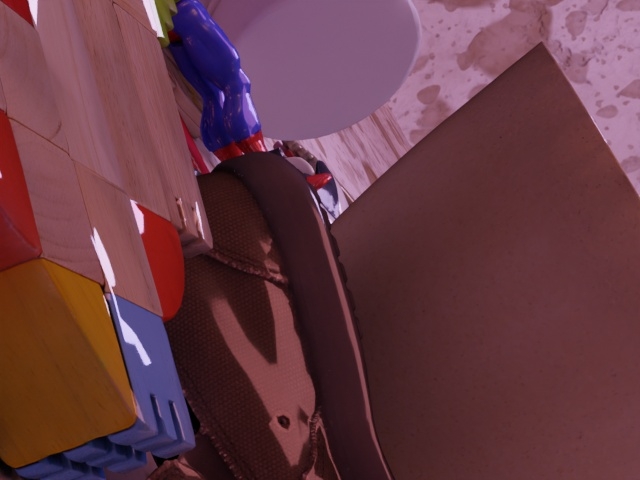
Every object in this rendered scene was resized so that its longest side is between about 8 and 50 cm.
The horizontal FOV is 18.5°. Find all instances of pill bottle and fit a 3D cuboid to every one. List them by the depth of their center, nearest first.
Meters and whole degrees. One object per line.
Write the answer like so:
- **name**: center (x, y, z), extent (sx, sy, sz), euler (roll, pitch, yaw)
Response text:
- **pill bottle**: center (-0.058, -0.267, 1.661), extent (0.204, 0.204, 0.361), euler (50, 11, -51)

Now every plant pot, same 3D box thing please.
- **plant pot**: center (0.065, 0.077, 1.022), extent (0.256, 0.274, 0.256), euler (57, 9, -13)

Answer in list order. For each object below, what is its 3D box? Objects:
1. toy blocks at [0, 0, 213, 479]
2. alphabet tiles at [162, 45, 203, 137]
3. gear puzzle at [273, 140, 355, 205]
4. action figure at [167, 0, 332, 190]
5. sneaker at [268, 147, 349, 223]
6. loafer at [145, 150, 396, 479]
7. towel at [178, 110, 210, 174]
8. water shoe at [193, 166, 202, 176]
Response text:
- **toy blocks**: center (-0.131, -0.024, 0.665), extent (0.381, 0.191, 0.261), euler (37, 35, -68)
- **alphabet tiles**: center (-0.168, -0.217, 1.619), extent (0.278, 0.021, 0.284), euler (48, 13, -56)
- **gear puzzle**: center (0.026, -0.006, 1.799), extent (0.175, 0.044, 0.339), euler (49, 0, -12)
- **action figure**: center (-0.067, -0.168, 1.409), extent (0.280, 0.139, 0.091), euler (56, -23, -11)
- **sneaker**: center (0.000, 0.000, 1.574), extent (0.235, 0.094, 0.153), euler (5, 62, -68)
- **loafer**: center (-0.031, 0.140, 0.857), extent (0.134, 0.130, 0.366), euler (119, -43, -58)
- **towel**: center (-0.162, -0.137, 1.314), extent (0.199, 0.031, 0.275), euler (62, 9, 22)
- **water shoe**: center (-0.057, -0.011, 1.341), extent (0.080, 0.073, 0.203), euler (58, 7, 12)
